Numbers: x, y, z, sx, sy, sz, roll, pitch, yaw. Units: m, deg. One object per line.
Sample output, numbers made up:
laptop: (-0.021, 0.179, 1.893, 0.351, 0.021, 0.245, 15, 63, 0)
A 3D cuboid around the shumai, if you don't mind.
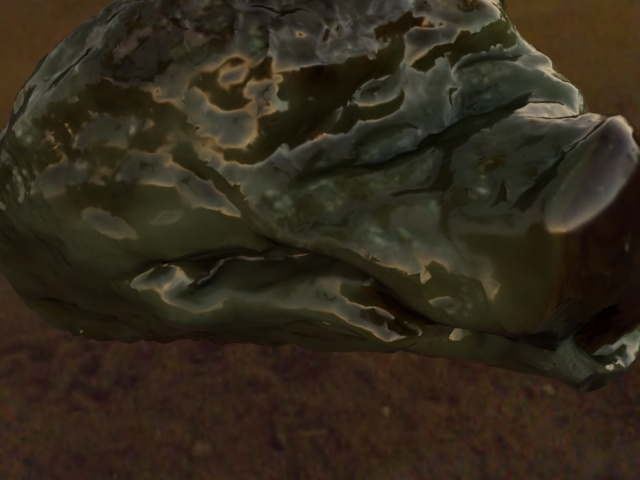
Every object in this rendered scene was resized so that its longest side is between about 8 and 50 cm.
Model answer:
shumai: (0.000, 0.000, 0.590, 0.272, 0.222, 0.203, -32, 57, 11)
